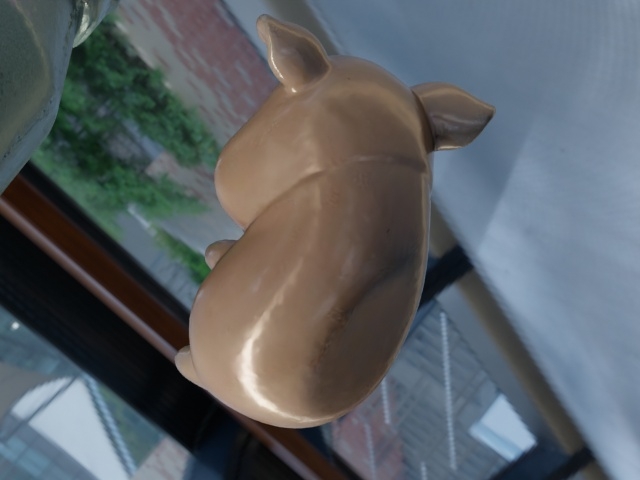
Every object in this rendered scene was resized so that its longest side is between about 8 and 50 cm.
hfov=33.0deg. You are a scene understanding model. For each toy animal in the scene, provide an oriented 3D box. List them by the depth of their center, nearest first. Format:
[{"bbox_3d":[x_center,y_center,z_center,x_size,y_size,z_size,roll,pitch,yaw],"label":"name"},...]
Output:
[{"bbox_3d":[-0.003,-0.002,0.704,0.166,0.250,0.154,15,179,-44],"label":"toy animal"}]

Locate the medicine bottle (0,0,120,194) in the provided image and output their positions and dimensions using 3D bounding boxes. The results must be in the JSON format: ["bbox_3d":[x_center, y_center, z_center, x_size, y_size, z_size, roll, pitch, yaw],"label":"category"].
[{"bbox_3d":[-0.290,-0.141,0.755,0.244,0.290,0.245,19,143,15],"label":"medicine bottle"}]
